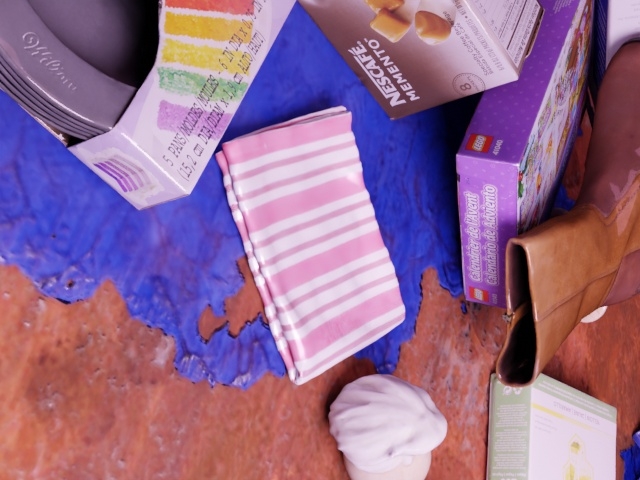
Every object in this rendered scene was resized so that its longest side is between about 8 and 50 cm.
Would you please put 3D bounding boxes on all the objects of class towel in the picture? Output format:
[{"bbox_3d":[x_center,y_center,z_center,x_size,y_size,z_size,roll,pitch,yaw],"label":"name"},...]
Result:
[{"bbox_3d":[0.000,0.000,0.747,0.144,0.029,0.197,-25,100,-45],"label":"towel"}]

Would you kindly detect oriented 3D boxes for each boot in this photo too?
[{"bbox_3d":[0.238,-0.036,0.859,0.280,0.096,0.264,-24,126,-43],"label":"boot"}]

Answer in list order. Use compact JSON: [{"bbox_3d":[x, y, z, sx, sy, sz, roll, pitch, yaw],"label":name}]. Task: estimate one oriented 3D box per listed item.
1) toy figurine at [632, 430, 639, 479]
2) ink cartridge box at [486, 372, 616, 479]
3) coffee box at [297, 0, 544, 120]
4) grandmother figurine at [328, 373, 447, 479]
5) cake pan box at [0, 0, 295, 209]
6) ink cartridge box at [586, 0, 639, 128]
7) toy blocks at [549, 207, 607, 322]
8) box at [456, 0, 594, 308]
[{"bbox_3d":[0.409,0.196,1.068,0.191,0.217,0.362,33,15,-22],"label":"toy figurine"},{"bbox_3d":[0.223,0.260,0.910,0.171,0.056,0.235,27,61,-41],"label":"ink cartridge box"},{"bbox_3d":[0.058,-0.233,0.777,0.246,0.141,0.098,48,50,-30],"label":"coffee box"},{"bbox_3d":[0.077,0.273,0.728,0.208,0.104,0.343,-4,81,-74],"label":"grandmother figurine"},{"bbox_3d":[-0.137,-0.189,0.617,0.246,0.070,0.267,45,53,-28],"label":"cake pan box"},{"bbox_3d":[0.309,-0.258,0.963,0.333,0.065,0.165,76,11,-46],"label":"ink cartridge box"},{"bbox_3d":[0.237,0.025,0.971,0.148,0.054,0.123,4,80,-46],"label":"toy blocks"},{"bbox_3d":[0.201,-0.108,0.897,0.201,0.057,0.293,76,33,-48],"label":"box"}]
